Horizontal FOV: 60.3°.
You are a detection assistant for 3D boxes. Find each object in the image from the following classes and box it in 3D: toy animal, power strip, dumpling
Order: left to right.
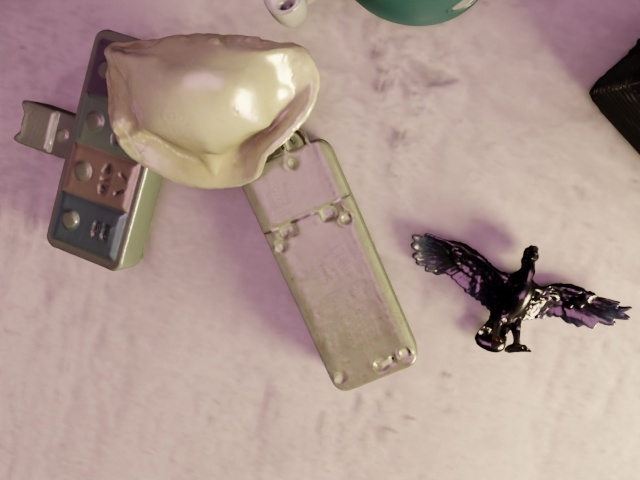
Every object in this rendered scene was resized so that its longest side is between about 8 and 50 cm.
[{"bbox_3d":[-0.219,-0.094,0.539,0.145,0.061,0.216,21,99,8],"label":"power strip"},{"bbox_3d":[-0.089,-0.103,0.465,0.169,0.100,0.134,-9,116,-17],"label":"dumpling"},{"bbox_3d":[0.000,0.000,0.533,0.093,0.053,0.288,-23,96,9],"label":"power strip"},{"bbox_3d":[0.186,0.056,0.532,0.220,0.062,0.108,17,81,3],"label":"toy animal"}]

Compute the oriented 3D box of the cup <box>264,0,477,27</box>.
[{"bbox_3d":[0.082,-0.268,0.426,0.299,0.173,0.167,-35,96,8],"label":"cup"}]

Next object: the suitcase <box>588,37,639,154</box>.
[{"bbox_3d":[0.387,-0.046,0.407,0.152,0.229,0.335,-44,93,10],"label":"suitcase"}]
